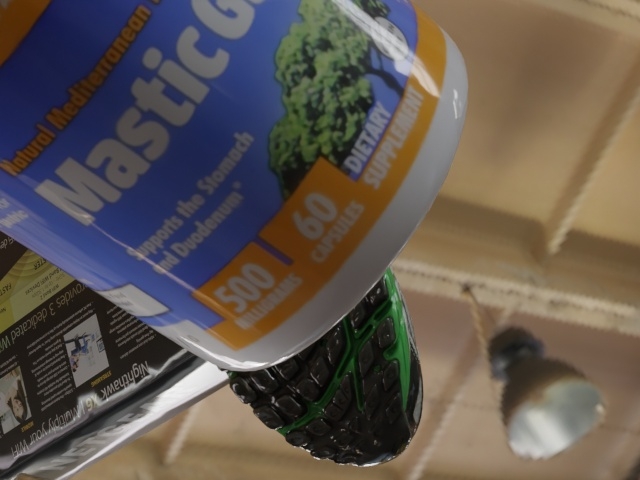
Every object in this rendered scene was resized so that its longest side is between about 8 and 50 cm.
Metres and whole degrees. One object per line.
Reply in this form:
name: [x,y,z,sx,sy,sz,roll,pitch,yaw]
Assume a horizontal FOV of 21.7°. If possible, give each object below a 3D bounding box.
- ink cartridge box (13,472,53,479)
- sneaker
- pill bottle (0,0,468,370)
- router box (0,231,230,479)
ink cartridge box: [-0.116,0.253,1.128,0.193,0.234,0.088,42,-112,-24]
sneaker: [0.000,0.000,1.103,0.134,0.343,0.146,-40,-41,24]
pill bottle: [-0.095,-0.084,0.565,0.272,0.152,0.152,34,-71,-23]
router box: [-0.179,0.031,1.288,0.081,0.243,0.309,7,-30,-45]
